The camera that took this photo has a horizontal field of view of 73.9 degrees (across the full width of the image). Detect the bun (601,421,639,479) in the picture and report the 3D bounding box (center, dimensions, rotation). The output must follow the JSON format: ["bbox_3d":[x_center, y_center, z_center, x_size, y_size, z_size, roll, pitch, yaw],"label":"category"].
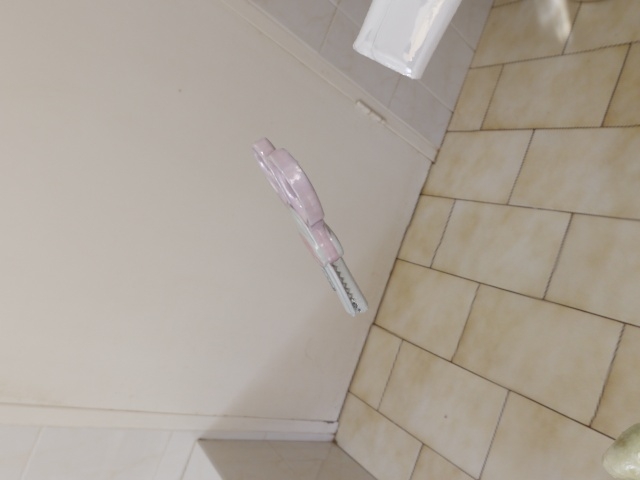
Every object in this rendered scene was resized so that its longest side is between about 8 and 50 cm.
[{"bbox_3d":[0.405,0.273,0.540,0.086,0.086,0.055,-56,45,14],"label":"bun"}]

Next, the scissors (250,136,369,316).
[{"bbox_3d":[0.000,0.000,0.463,0.031,0.242,0.118,-34,32,-8],"label":"scissors"}]

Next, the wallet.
[{"bbox_3d":[0.076,-0.189,0.314,0.122,0.061,0.025,-64,-4,26],"label":"wallet"}]
